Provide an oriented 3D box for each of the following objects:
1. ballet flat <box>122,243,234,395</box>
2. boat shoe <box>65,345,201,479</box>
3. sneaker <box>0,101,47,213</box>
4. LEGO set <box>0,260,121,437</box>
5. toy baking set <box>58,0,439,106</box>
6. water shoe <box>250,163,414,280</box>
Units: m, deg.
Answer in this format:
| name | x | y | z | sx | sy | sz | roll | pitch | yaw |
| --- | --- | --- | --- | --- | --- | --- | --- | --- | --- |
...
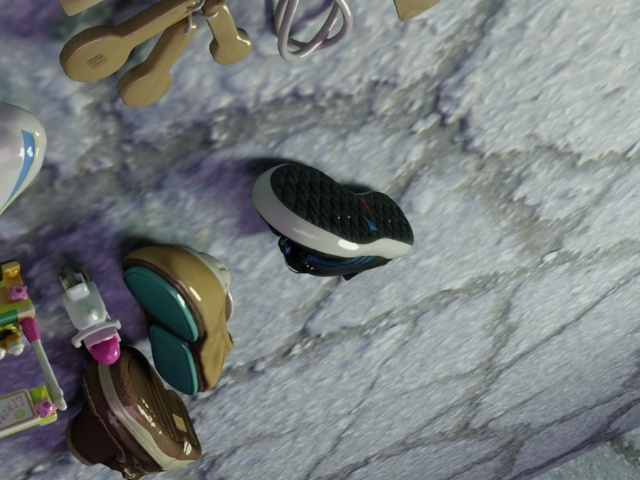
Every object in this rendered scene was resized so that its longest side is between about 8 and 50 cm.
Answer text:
| name | x | y | z | sx | sy | sz | roll | pitch | yaw |
| --- | --- | --- | --- | --- | --- | --- | --- | --- | --- |
| ballet flat | -0.101 | 0.046 | 0.865 | 0.073 | 0.080 | 0.232 | -51 | 168 | -23 |
| boat shoe | -0.171 | 0.165 | 0.980 | 0.095 | 0.095 | 0.257 | -22 | 157 | -3 |
| sneaker | -0.225 | 0.035 | 0.604 | 0.240 | 0.126 | 0.091 | -36 | 156 | 15 |
| LEGO set | -0.265 | 0.117 | 0.750 | 0.287 | 0.107 | 0.132 | -28 | 157 | -3 |
| toy baking set | -0.029 | -0.149 | 0.584 | 0.256 | 0.030 | 0.197 | -17 | 157 | -25 |
| water shoe | 0.000 | 0.000 | 0.861 | 0.080 | 0.073 | 0.203 | -36 | 156 | 22 |
